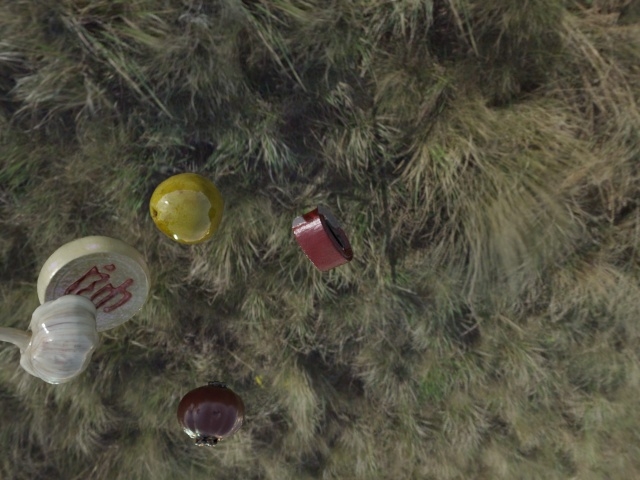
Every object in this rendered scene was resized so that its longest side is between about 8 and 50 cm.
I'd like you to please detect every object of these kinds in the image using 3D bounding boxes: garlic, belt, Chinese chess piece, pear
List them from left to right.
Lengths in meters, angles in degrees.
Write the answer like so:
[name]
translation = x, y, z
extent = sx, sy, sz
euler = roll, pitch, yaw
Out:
[garlic]
translation = -0.617, 0.205, 0.881
extent = 0.226, 0.199, 0.199
euler = 23, 115, -43
[Chinese chess piece]
translation = -0.610, 0.119, 1.108
extent = 0.269, 0.112, 0.270
euler = -18, 124, -29
[pear]
translation = -0.390, -0.091, 1.181
extent = 0.208, 0.209, 0.209
euler = -7, 124, -11
[belt]
translation = 0.000, 0.000, 1.239
extent = 0.124, 0.128, 0.201
euler = -25, 112, 24

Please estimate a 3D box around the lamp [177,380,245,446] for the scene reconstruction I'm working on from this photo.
[lamp]
translation = -0.164, 0.259, 0.609
extent = 0.101, 0.090, 0.101
euler = 4, 145, 3
